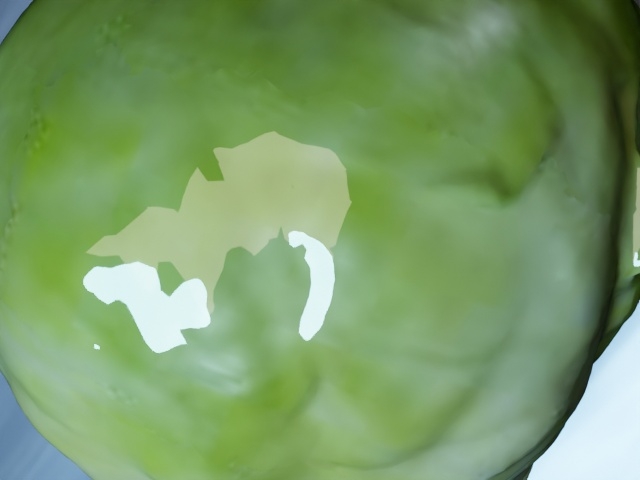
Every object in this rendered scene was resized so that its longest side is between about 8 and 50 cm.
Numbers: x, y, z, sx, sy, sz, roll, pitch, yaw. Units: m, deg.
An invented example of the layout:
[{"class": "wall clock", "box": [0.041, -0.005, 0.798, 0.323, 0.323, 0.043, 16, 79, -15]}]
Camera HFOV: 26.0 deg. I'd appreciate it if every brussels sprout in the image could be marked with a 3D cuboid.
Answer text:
[{"class": "brussels sprout", "box": [-0.010, -0.009, 0.579, 0.273, 0.242, 0.316, 21, 117, -7]}]
